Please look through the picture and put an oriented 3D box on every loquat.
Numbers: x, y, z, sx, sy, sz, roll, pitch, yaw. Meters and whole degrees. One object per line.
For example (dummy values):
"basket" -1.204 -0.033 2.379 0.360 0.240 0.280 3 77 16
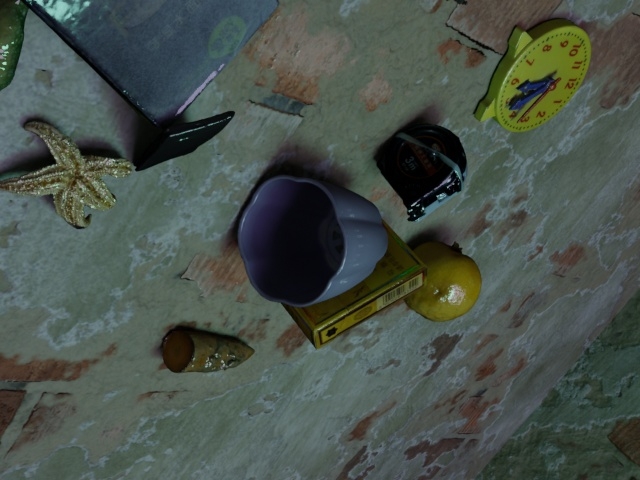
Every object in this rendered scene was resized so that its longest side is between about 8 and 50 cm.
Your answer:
"loquat" 0.296 0.100 2.215 0.208 0.208 0.208 -25 142 -21

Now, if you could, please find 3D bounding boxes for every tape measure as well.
"tape measure" 0.225 -0.155 1.894 0.181 0.182 0.107 -28 147 2

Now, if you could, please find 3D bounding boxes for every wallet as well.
"wallet" -0.229 -0.163 1.473 0.124 0.025 0.244 -22 180 -25

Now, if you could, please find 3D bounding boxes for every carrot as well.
"carrot" -0.236 0.251 1.996 0.263 0.102 0.102 10 122 -54

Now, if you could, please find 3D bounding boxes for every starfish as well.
"starfish" -0.418 -0.105 1.461 0.216 0.071 0.238 -34 138 -19

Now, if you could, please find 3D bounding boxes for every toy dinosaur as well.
"toy dinosaur" -0.425 -0.291 1.259 0.301 0.087 0.447 -31 150 -42

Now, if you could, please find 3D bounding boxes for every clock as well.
"clock" 0.506 -0.365 2.020 0.293 0.071 0.277 -13 136 -33

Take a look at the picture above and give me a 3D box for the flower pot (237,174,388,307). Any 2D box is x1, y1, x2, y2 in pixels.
"flower pot" 0.000 0.000 1.821 0.265 0.265 0.243 -55 155 20

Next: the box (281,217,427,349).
"box" 0.064 0.091 1.997 0.301 0.193 0.084 -28 142 -16

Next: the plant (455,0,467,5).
"plant" 0.252 -0.519 1.626 0.087 0.085 0.174 -47 147 -35

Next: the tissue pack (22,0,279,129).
"tissue pack" -0.245 -0.364 1.235 0.288 0.124 0.394 -48 152 -3
